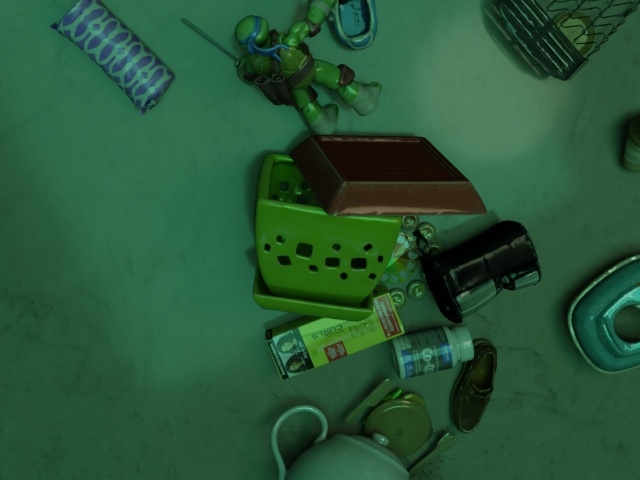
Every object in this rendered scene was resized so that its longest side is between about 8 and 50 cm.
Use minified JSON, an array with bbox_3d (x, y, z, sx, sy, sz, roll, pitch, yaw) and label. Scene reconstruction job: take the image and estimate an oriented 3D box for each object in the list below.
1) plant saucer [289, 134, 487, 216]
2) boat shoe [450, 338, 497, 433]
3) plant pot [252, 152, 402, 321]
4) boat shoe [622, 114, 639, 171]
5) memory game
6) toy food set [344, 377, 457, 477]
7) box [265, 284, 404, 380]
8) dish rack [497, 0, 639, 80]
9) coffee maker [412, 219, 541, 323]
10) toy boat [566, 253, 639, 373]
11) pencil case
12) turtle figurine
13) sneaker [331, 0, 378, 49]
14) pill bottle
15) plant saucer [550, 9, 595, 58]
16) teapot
[{"bbox_3d":[0.104,-0.112,1.482,0.258,0.259,0.048,-1,117,-16],"label":"plant saucer"},{"bbox_3d":[0.280,0.269,1.692,0.064,0.060,0.178,11,99,-9],"label":"boat shoe"},{"bbox_3d":[0.000,0.000,1.518,0.228,0.227,0.207,9,115,-3],"label":"plant pot"},{"bbox_3d":[0.682,-0.182,1.646,0.302,0.109,0.098,-10,141,-5],"label":"boat shoe"},{"bbox_3d":[0.130,0.032,1.656,0.186,0.012,0.186,-1,100,-6],"label":"memory game"},{"bbox_3d":[0.144,0.338,1.706,0.132,0.038,0.192,-43,107,9],"label":"toy food set"},{"bbox_3d":[0.025,0.162,1.638,0.232,0.058,0.087,-20,102,0],"label":"box"},{"bbox_3d":[0.438,-0.414,1.565,0.271,0.074,0.208,-46,100,-8],"label":"dish rack"},{"bbox_3d":[0.275,0.034,1.607,0.178,0.120,0.171,-27,124,-12],"label":"coffee maker"},{"bbox_3d":[0.611,0.178,1.657,0.267,0.148,0.318,-35,95,1],"label":"toy boat"},{"bbox_3d":[-0.331,-0.302,1.509,0.088,0.086,0.206,-37,102,29],"label":"pencil case"},{"bbox_3d":[-0.037,-0.309,1.501,0.198,0.275,0.266,-47,127,4],"label":"turtle figurine"},{"bbox_3d":[0.041,-0.430,1.526,0.085,0.086,0.237,-19,100,-1],"label":"sneaker"},{"bbox_3d":[0.198,0.196,1.660,0.137,0.078,0.078,-13,101,-4],"label":"pill bottle"},{"bbox_3d":[0.436,-0.357,1.620,0.083,0.015,0.084,-1,99,-7],"label":"plant saucer"},{"bbox_3d":[0.060,0.420,1.628,0.256,0.252,0.187,48,61,-40],"label":"teapot"}]
